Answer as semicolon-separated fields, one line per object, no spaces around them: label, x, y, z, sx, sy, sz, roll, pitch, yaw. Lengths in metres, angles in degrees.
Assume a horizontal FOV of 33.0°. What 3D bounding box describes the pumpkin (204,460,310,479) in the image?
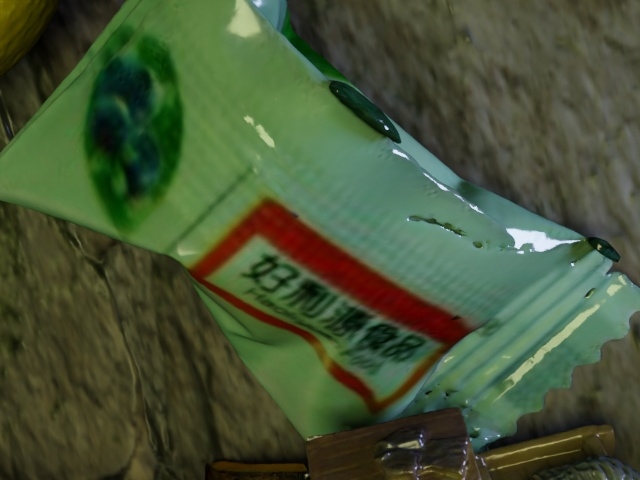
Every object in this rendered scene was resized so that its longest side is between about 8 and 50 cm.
pumpkin;-0.037;0.186;0.768;0.101;0.035;0.073;-2;113;33

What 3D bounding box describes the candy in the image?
candy;0.001;-0.003;0.689;0.398;0.172;0.263;42;117;-18

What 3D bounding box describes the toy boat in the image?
toy boat;0.043;0.175;0.678;0.321;0.089;0.121;-11;126;-1

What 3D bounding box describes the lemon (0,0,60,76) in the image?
lemon;-0.267;-0.191;0.645;0.228;0.253;0.228;0;101;-2
